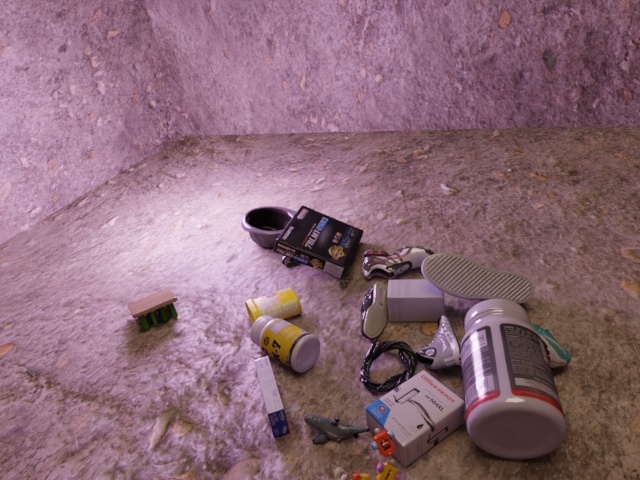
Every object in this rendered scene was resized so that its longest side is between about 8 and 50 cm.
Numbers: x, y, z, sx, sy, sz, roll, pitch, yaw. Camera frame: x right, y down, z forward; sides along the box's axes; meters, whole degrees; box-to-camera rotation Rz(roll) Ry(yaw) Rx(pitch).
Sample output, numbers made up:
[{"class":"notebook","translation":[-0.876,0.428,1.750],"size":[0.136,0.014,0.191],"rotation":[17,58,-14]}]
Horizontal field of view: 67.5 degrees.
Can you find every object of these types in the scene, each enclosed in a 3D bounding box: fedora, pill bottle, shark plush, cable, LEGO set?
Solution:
[{"class":"fedora","translation":[-0.217,-0.049,2.136],"size":[0.276,0.124,0.243],"rotation":[10,35,17]},{"class":"pill bottle","translation":[-0.113,0.313,1.483],"size":[0.209,0.119,0.119],"rotation":[18,39,39]},{"class":"shark plush","translation":[0.038,0.475,1.209],"size":[0.161,0.067,0.073],"rotation":[7,33,25]},{"class":"pill bottle","translation":[0.462,0.326,1.196],"size":[0.211,0.210,0.362],"rotation":[-1,34,13]},{"class":"cable","translation":[0.195,0.368,1.383],"size":[0.151,0.047,0.184],"rotation":[14,45,21]},{"class":"LEGO set","translation":[0.093,0.160,1.801],"size":[0.083,0.023,0.054],"rotation":[-17,30,-41]}]

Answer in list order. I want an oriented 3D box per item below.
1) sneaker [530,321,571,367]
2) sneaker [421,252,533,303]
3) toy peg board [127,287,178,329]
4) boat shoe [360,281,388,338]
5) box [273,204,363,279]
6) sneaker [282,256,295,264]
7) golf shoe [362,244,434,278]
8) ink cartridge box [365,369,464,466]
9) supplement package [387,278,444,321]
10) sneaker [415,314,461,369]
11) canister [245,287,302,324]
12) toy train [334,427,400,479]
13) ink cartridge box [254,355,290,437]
[{"class":"sneaker","translation":[0.606,0.280,1.401],"size":[0.110,0.106,0.275],"rotation":[8,23,-22]},{"class":"sneaker","translation":[0.489,0.138,1.565],"size":[0.366,0.135,0.150],"rotation":[17,-12,-4]},{"class":"toy peg board","translation":[-0.613,0.258,1.777],"size":[0.161,0.079,0.161],"rotation":[-22,17,-24]},{"class":"boat shoe","translation":[0.172,0.241,1.600],"size":[0.079,0.084,0.233],"rotation":[-36,20,36]},{"class":"box","translation":[0.000,0.000,1.945],"size":[0.294,0.073,0.295],"rotation":[24,36,6]},{"class":"sneaker","translation":[-0.111,0.071,1.986],"size":[0.109,0.040,0.044],"rotation":[-28,37,-30]},{"class":"golf shoe","translation":[0.294,0.093,1.805],"size":[0.273,0.105,0.120],"rotation":[-6,45,17]},{"class":"ink cartridge box","translation":[0.238,0.438,1.203],"size":[0.203,0.085,0.148],"rotation":[-25,34,-25]},{"class":"supplement package","translation":[0.316,0.198,1.584],"size":[0.180,0.105,0.105],"rotation":[-2,29,13]},{"class":"sneaker","translation":[0.339,0.304,1.421],"size":[0.132,0.086,0.228],"rotation":[-24,14,10]},{"class":"canister","translation":[-0.164,0.235,1.680],"size":[0.170,0.073,0.126],"rotation":[-17,31,-17]},{"class":"toy train","translation":[0.111,0.512,1.092],"size":[0.166,0.125,0.046],"rotation":[-30,-2,-18]},{"class":"ink cartridge box","translation":[-0.135,0.424,1.316],"size":[0.046,0.097,0.207],"rotation":[-15,31,-11]}]
